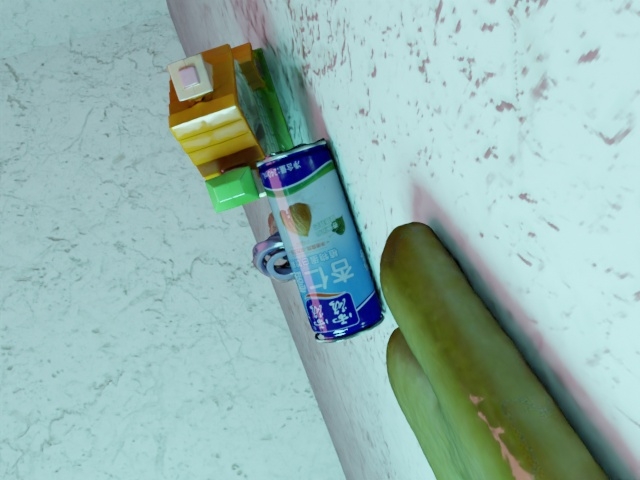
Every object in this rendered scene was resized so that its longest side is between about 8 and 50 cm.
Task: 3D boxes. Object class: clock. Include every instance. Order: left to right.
[{"bbox_3d":[-0.119,-0.163,0.827,0.255,0.106,0.220,-63,-45,-79],"label":"clock"}]

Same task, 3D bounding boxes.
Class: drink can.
[{"bbox_3d":[0.000,0.000,0.729,0.097,0.097,0.235,-172,64,-79],"label":"drink can"}]

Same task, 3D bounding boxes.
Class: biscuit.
[{"bbox_3d":[0.120,0.150,0.457,0.237,0.062,0.291,80,168,-48],"label":"biscuit"}]

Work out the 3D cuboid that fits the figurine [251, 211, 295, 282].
[{"bbox_3d":[-0.054,0.005,1.063,0.157,0.114,0.126,-73,8,-56],"label":"figurine"}]
